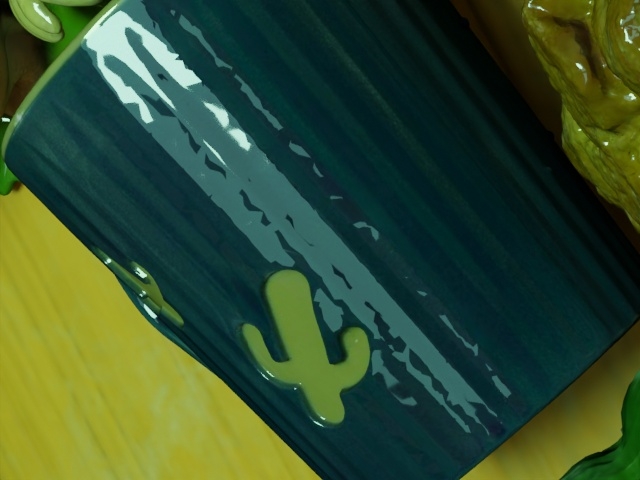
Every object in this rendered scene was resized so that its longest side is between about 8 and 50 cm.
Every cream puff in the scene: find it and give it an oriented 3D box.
[{"bbox_3d":[0.105,-0.054,0.488,0.116,0.122,0.094,-32,86,46],"label":"cream puff"}]

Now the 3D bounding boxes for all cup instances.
[{"bbox_3d":[0.000,0.000,0.563,0.155,0.131,0.176,49,148,6],"label":"cup"}]

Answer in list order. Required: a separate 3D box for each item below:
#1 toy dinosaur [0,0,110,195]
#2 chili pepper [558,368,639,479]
[{"bbox_3d":[-0.167,-0.071,0.592,0.194,0.177,0.152,-44,81,27],"label":"toy dinosaur"},{"bbox_3d":[0.213,0.126,0.395,0.385,0.213,0.167,37,98,38],"label":"chili pepper"}]
